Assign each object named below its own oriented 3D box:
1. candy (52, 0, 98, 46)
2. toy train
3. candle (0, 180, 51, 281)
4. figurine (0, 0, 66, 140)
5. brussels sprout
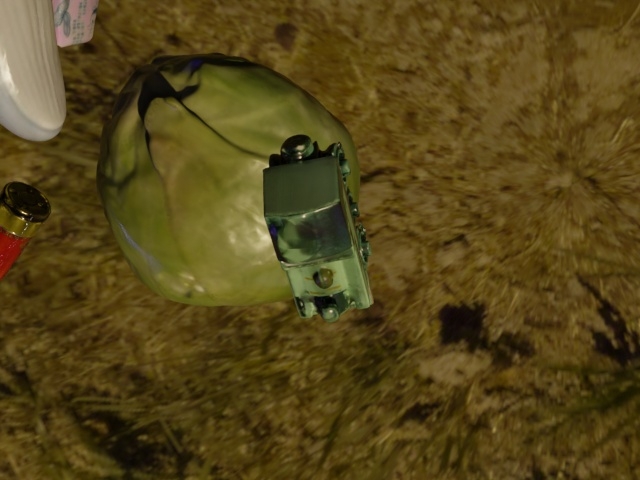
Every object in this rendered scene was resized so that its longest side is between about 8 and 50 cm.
[{"bbox_3d":[-0.313,-0.323,1.473,0.092,0.073,0.160,26,115,25],"label":"candy"},{"bbox_3d":[0.000,0.000,0.475,0.033,0.053,0.083,-10,132,7],"label":"toy train"},{"bbox_3d":[-0.311,0.005,1.175,0.052,0.052,0.131,42,114,7],"label":"candle"},{"bbox_3d":[-0.186,-0.097,0.450,0.208,0.128,0.184,29,116,-1],"label":"figurine"},{"bbox_3d":[-0.111,-0.063,1.455,0.328,0.247,0.328,1,95,9],"label":"brussels sprout"}]
